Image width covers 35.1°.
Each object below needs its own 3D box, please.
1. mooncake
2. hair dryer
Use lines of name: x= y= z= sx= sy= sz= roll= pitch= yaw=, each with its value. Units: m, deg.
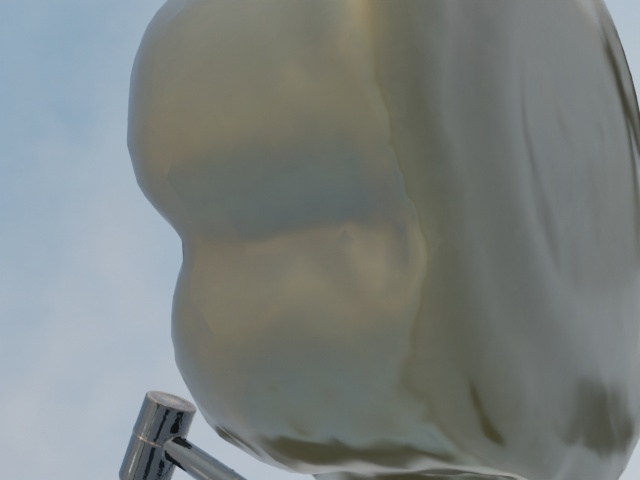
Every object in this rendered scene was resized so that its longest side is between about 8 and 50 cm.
mooncake: x=0.069 y=-0.039 z=0.730 sx=0.467 sy=0.262 sz=0.467 roll=22 pitch=-116 yaw=-56
hair dryer: x=-0.232 y=0.433 z=1.877 sx=0.107 sy=0.352 sz=0.189 roll=15 pitch=-84 yaw=-49
